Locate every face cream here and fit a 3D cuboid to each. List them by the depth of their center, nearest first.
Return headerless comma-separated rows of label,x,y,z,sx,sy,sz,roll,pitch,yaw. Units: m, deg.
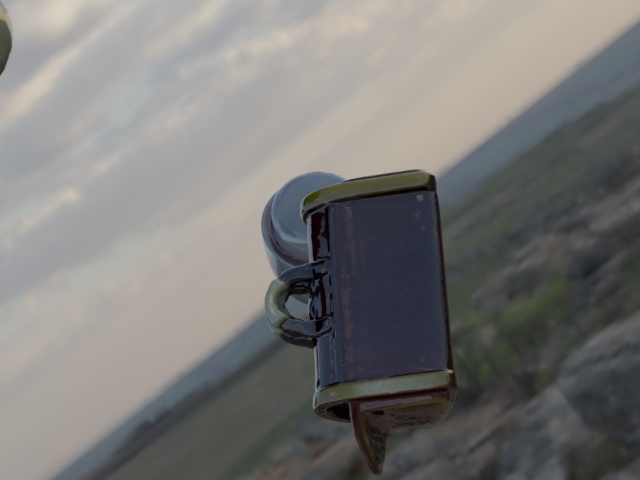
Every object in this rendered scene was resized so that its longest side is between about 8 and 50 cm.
face cream,0.000,0.000,1.434,0.091,0.091,0.095,-38,-27,-22

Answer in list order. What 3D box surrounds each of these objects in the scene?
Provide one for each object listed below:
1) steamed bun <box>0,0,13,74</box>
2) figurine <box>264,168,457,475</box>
steamed bun,-0.367,-0.158,1.171,0.342,0.367,0.255,-5,55,36
figurine,0.020,0.045,0.963,0.098,0.154,0.082,-1,-18,-3
